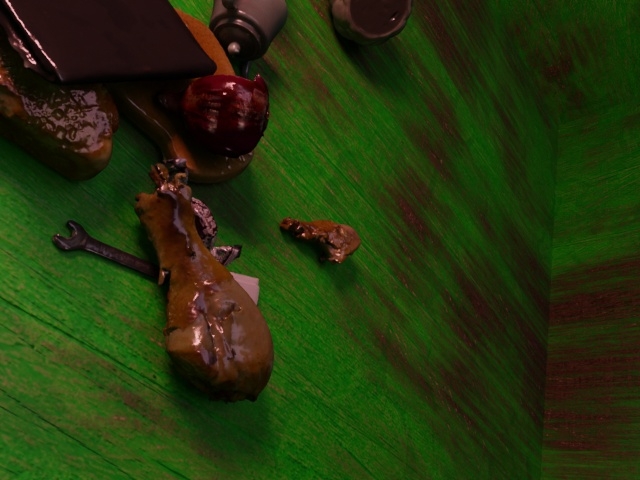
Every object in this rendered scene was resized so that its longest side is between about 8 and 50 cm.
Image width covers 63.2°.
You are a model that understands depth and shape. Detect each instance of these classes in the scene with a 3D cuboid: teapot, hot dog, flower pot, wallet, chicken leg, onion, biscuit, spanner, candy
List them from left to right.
[{"bbox_3d":[-0.404,-0.216,0.755,0.256,0.150,0.153,38,61,-33],"label":"hot dog"},{"bbox_3d":[-0.312,-0.319,0.778,0.197,0.051,0.377,52,27,-3],"label":"wallet"},{"bbox_3d":[-0.312,0.035,0.860,0.254,0.015,0.054,31,56,-39],"label":"spanner"},{"bbox_3d":[-0.267,-0.271,0.988,0.287,0.057,0.344,-20,92,-49],"label":"biscuit"},{"bbox_3d":[-0.222,-0.043,0.942,0.227,0.093,0.051,64,23,-19],"label":"candy"},{"bbox_3d":[-0.198,0.081,0.869,0.201,0.152,0.430,-28,98,-55],"label":"chicken leg"},{"bbox_3d":[-0.189,-0.215,0.918,0.198,0.173,0.136,0,88,-4],"label":"onion"},{"bbox_3d":[-0.169,0.091,0.988,0.122,0.025,0.061,18,75,-44],"label":"wallet"},{"bbox_3d":[-0.166,-0.450,1.081,0.239,0.162,0.149,89,14,-63],"label":"teapot"},{"bbox_3d":[0.000,-0.003,1.184,0.207,0.085,0.101,16,76,-35],"label":"chicken leg"},{"bbox_3d":[0.139,-0.672,1.453,0.246,0.246,0.195,43,17,-30],"label":"flower pot"}]
